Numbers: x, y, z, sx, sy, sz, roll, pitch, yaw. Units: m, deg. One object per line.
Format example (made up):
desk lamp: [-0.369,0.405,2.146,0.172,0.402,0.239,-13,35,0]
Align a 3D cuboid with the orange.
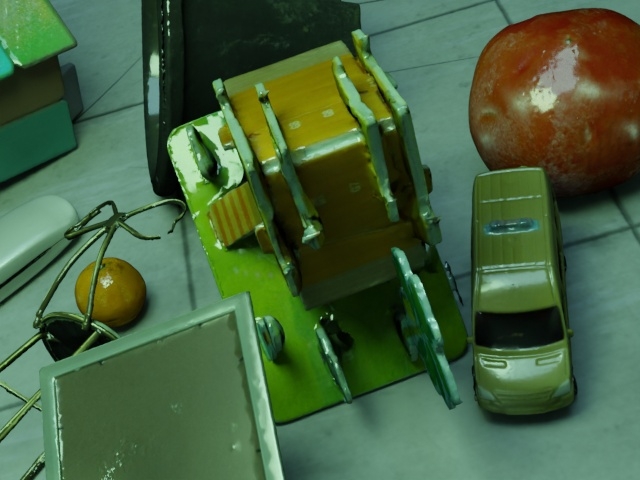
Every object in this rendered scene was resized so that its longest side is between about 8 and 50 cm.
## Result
orange: [-0.242,0.059,1.198,0.083,0.083,0.084,-9,45,9]

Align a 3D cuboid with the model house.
model house: [0.000,0.000,0.942,0.242,0.313,0.358,-18,86,0]

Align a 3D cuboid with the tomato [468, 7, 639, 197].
tomato: [0.277,-0.158,1.176,0.232,0.189,0.232,-10,45,11]

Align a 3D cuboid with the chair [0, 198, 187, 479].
chair: [-0.237,0.118,1.071,0.159,0.170,0.326,-3,40,42]

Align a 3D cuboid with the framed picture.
framed picture: [-0.132,0.192,0.865,0.216,0.016,0.273,-20,55,10]

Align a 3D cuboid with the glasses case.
glasses case: [-0.403,0.026,1.293,0.092,0.059,0.233,27,60,38]

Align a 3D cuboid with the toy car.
toy car: [0.198,0.045,1.044,0.101,0.124,0.257,-6,44,13]

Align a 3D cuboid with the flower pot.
flower pot: [-0.097,-0.238,1.313,0.251,0.379,0.379,-2,42,-14]

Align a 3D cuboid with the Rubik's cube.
Rubik's cube: [-0.512,-0.245,1.398,0.387,0.358,0.368,-7,45,-5]
